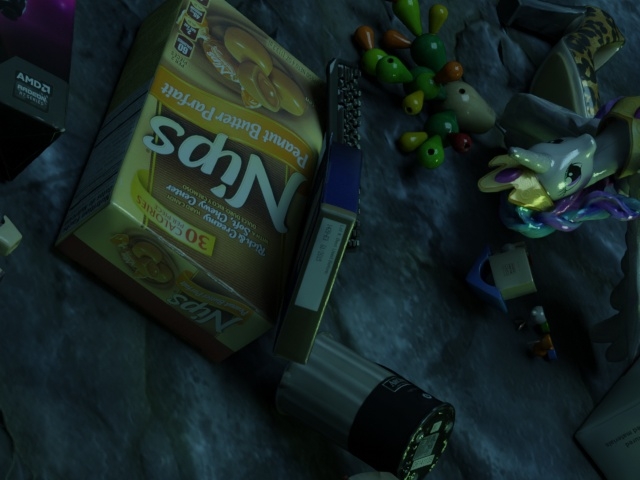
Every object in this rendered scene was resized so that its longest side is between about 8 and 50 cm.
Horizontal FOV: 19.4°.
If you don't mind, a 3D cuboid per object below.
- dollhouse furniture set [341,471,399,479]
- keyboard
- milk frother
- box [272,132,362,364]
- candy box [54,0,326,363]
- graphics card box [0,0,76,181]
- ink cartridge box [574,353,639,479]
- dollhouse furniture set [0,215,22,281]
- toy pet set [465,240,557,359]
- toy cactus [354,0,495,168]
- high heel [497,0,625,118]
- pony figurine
[{"bbox_3d":[0.079,0.274,1.527,0.129,0.129,0.183,41,20,28],"label":"dollhouse furniture set"},{"bbox_3d":[0.025,-0.078,1.767,0.108,0.023,0.180,1,91,-78],"label":"keyboard"},{"bbox_3d":[0.032,0.175,1.611,0.134,0.143,0.129,30,1,26],"label":"milk frother"},{"bbox_3d":[0.000,0.000,1.614,0.036,0.136,0.225,17,20,-4],"label":"box"},{"bbox_3d":[-0.102,-0.068,1.653,0.183,0.087,0.316,37,39,-22],"label":"candy box"},{"bbox_3d":[-0.319,-0.252,1.565,0.233,0.094,0.371,27,46,-31],"label":"graphics card box"},{"bbox_3d":[0.484,0.262,1.953,0.385,0.160,0.279,53,38,-2],"label":"ink cartridge box"},{"bbox_3d":[-0.296,0.024,1.396,0.081,0.091,0.114,37,41,3],"label":"dollhouse furniture set"},{"bbox_3d":[0.190,0.058,1.905,0.114,0.065,0.122,57,19,-65],"label":"toy pet set"},{"bbox_3d":[0.127,-0.166,1.973,0.180,0.112,0.219,25,37,-46],"label":"toy cactus"},{"bbox_3d":[0.325,-0.183,2.179,0.186,0.093,0.261,10,46,-34],"label":"high heel"},{"bbox_3d":[0.323,-0.081,1.879,0.303,0.363,0.351,61,-4,21],"label":"pony figurine"}]
